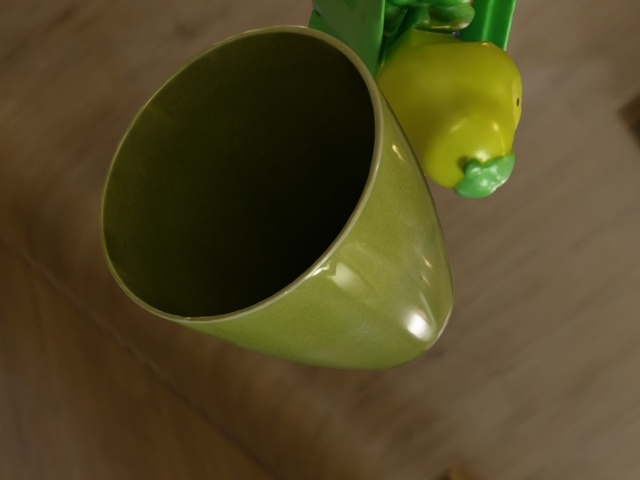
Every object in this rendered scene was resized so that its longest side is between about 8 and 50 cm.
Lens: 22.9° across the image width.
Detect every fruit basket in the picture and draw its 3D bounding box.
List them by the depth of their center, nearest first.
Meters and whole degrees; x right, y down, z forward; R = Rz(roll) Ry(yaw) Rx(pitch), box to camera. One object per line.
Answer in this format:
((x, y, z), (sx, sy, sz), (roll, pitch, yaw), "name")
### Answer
((0.149, -0.212, 1.892), (0.392, 0.283, 0.392), (36, -39, 35), "fruit basket")

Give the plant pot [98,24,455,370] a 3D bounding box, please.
((0.000, 0.000, 1.415), (0.293, 0.275, 0.275), (40, 14, -50), "plant pot")
